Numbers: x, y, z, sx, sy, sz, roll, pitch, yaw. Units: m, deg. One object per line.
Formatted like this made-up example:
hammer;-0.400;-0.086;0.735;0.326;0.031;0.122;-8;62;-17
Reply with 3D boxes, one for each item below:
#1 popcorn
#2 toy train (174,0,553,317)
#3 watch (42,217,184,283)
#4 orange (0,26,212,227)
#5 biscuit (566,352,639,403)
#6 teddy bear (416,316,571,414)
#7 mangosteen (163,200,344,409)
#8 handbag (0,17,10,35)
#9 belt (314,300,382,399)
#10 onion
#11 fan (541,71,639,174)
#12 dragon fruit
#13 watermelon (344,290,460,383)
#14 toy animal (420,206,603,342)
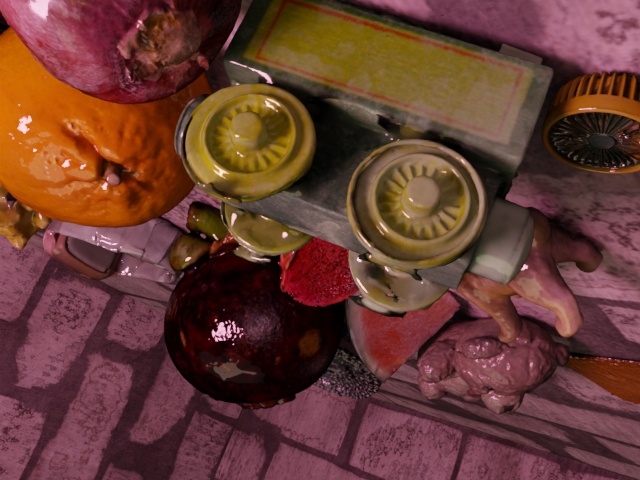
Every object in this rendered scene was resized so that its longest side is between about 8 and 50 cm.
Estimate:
popcorn;-0.417;-0.070;0.802;0.173;0.174;0.142;28;136;-18
toy train;0.029;-0.065;0.464;0.271;0.188;0.159;22;163;11
watch;-0.407;0.007;1.307;0.241;0.162;0.253;6;158;25
orange;-0.209;-0.111;0.592;0.219;0.193;0.219;2;131;3
biscuit;0.544;0.241;1.045;0.236;0.013;0.232;29;162;-24
teddy bear;0.272;0.200;1.031;0.235;0.151;0.267;6;172;-21
mangosteen;-0.115;0.101;1.062;0.305;0.360;0.306;-8;176;-1
handbag;-0.396;-0.171;0.670;0.207;0.127;0.228;-17;-165;-40
belt;0.021;0.202;1.325;0.294;0.161;0.207;11;141;31
onion;-0.144;-0.186;0.412;0.195;0.159;0.159;51;175;25
fan;0.230;-0.079;0.419;0.155;0.039;0.082;8;157;36
dragon fruit;0.000;0.000;0.865;0.153;0.153;0.111;41;-172;-46
watermelon;0.108;0.127;1.017;0.202;0.208;0.136;-17;167;41
toy animal;0.188;0.035;0.701;0.168;0.121;0.233;41;155;-20
